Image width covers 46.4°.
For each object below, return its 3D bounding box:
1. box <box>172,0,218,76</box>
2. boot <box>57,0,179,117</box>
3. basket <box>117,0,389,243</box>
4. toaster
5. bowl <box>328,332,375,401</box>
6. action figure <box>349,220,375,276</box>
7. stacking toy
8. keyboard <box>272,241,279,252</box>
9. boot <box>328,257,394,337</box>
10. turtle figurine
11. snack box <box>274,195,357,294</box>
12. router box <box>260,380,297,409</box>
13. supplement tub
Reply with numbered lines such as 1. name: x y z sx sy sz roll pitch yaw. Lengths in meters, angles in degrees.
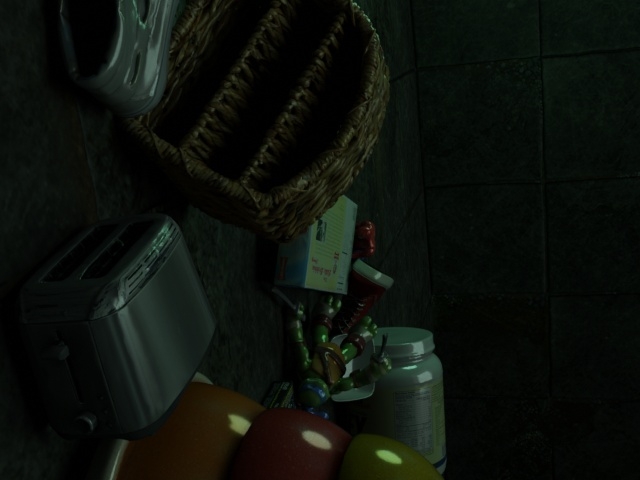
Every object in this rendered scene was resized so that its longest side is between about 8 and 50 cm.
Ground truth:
1. box: -0.179 -0.263 0.946 0.207 0.036 0.114 36 54 -70
2. boot: -0.200 -0.263 0.757 0.123 0.095 0.258 33 57 -79
3. basket: -0.054 -0.173 0.904 0.299 0.213 0.223 -59 154 -16
4. toaster: -0.186 0.071 0.716 0.227 0.129 0.146 -62 145 -58
5. bowl: 0.051 0.268 1.596 0.142 0.053 0.142 4 85 -43
6. action figure: 0.048 0.019 1.659 0.280 0.139 0.092 112 -21 -72
7. stacking toy: 0.025 0.316 0.781 0.350 0.479 0.351 -1 90 -74
8. keyboard: -0.063 -0.068 1.370 0.100 0.038 0.192 12 77 -50
9. boot: 0.071 0.136 1.583 0.176 0.088 0.244 -53 168 -6
10. turtle figurine: 0.039 0.172 1.379 0.266 0.197 0.275 -60 148 -69
11. snack box: 0.000 0.000 1.368 0.322 0.060 0.187 24 72 -74
12. router box: -0.073 0.306 1.250 0.122 0.038 0.092 -57 143 -64
13. supplement tub: 0.170 0.380 1.741 0.235 0.235 0.325 -19 106 -74
